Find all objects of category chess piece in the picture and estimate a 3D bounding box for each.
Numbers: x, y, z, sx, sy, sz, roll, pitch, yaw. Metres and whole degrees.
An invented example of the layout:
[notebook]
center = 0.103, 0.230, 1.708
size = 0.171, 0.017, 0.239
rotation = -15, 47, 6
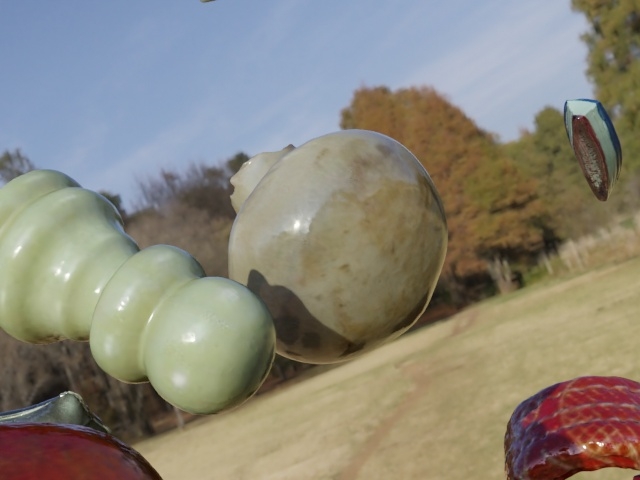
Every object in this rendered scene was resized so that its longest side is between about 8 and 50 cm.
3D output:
[chess piece]
center = -0.149, 0.049, 0.818
size = 0.251, 0.145, 0.144
rotation = 23, 14, 24

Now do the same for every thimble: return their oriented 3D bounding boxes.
[thimble]
center = 0.487, 0.413, 1.758
size = 0.350, 0.350, 0.231
rotation = -24, 19, 19

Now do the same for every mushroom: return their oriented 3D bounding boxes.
[mushroom]
center = 0.000, 0.000, 1.280
size = 0.297, 0.298, 0.290
rotation = -17, 28, -34

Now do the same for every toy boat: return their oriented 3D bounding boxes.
[toy boat]
center = 0.424, -0.133, 1.578
size = 0.080, 0.046, 0.229
rotation = 6, -31, 29

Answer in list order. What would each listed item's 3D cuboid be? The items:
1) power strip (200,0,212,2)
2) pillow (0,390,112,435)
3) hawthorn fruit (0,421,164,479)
[power strip]
center = 0.010, -0.393, 1.354
size = 0.385, 0.062, 0.091
rotation = -7, 41, 18
[pillow]
center = -0.312, 0.214, 1.149
size = 0.135, 0.091, 0.055
rotation = -16, 17, 12
[hawthorn fruit]
center = -0.217, 0.219, 0.657
size = 0.260, 0.224, 0.224
rotation = 14, -11, -5
